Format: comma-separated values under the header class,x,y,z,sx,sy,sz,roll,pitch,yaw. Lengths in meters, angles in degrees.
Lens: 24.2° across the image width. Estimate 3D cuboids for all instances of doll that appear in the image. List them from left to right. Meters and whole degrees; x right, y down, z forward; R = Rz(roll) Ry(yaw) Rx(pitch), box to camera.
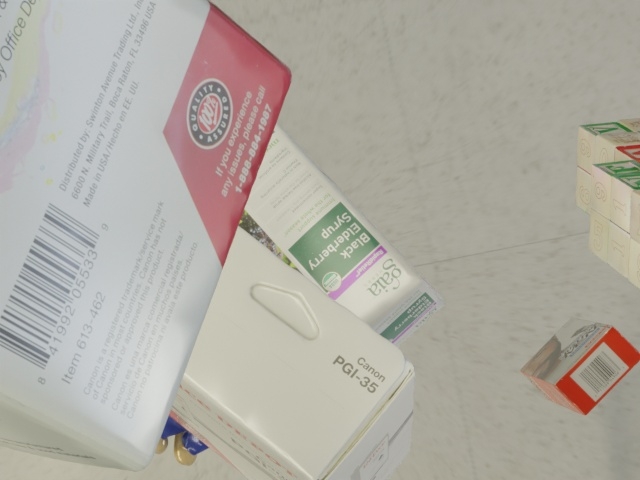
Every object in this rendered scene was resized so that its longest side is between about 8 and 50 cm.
class,x,y,z,sx,sy,sz,roll,pitch,yaw
doll,-0.085,0.169,1.459,0.129,0.189,0.046,28,49,-33

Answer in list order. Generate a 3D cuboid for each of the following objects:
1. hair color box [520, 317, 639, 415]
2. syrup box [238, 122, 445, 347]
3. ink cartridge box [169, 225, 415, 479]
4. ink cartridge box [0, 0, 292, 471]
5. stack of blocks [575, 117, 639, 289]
class,x,y,z,sx,sy,sz,roll,pitch,yaw
hair color box,0.288,0.138,1.670,0.053,0.167,0.093,45,86,-3
syrup box,0.000,0.000,1.387,0.093,0.096,0.237,-43,65,2
ink cartridge box,-0.038,0.117,1.195,0.207,0.283,0.117,37,76,14
ink cartridge box,-0.103,-0.034,0.382,0.175,0.072,0.127,37,64,-40
stack of blocks,0.335,-0.033,1.374,0.171,0.297,0.087,-6,111,-13
